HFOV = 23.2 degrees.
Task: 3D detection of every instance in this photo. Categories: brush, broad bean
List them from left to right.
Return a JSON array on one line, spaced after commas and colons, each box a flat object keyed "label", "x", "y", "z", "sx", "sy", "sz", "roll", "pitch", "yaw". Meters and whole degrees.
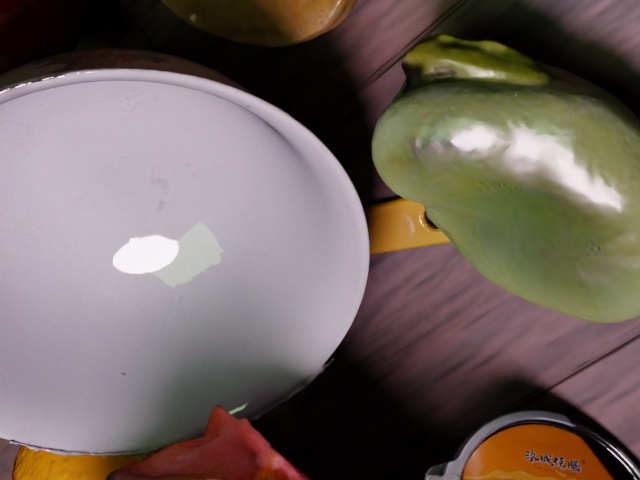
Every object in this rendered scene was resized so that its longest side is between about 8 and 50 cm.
[{"label": "brush", "x": 0.000, "y": 0.000, "z": 1.145, "sx": 0.272, "sy": 0.013, "sz": 0.103, "roll": -12, "pitch": 109, "yaw": 33}, {"label": "broad bean", "x": 0.137, "y": -0.042, "z": 0.999, "sx": 0.228, "sy": 0.100, "sz": 0.169, "roll": 47, "pitch": 137, "yaw": -16}]

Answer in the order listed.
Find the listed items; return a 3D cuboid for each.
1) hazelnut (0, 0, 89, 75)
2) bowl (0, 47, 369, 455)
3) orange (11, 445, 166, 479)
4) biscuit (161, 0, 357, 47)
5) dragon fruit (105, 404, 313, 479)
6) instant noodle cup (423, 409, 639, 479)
[{"label": "hazelnut", "x": -0.269, "y": -0.203, "z": 1.084, "sx": 0.234, "sy": 0.218, "sz": 0.218, "roll": 33, "pitch": 127, "yaw": 3}, {"label": "bowl", "x": -0.145, "y": -0.021, "z": 1.085, "sx": 0.345, "sy": 0.157, "sz": 0.345, "roll": -5, "pitch": 132, "yaw": -5}, {"label": "orange", "x": -0.158, "y": 0.206, "z": 1.255, "sx": 0.193, "sy": 0.161, "sz": 0.193, "roll": 12, "pitch": 117, "yaw": 25}, {"label": "biscuit", "x": -0.040, "y": -0.303, "z": 0.979, "sx": 0.269, "sy": 0.051, "sz": 0.376, "roll": 19, "pitch": 123, "yaw": 23}, {"label": "dragon fruit", "x": -0.035, "y": 0.249, "z": 1.073, "sx": 0.189, "sy": 0.290, "sz": 0.290, "roll": -42, "pitch": 91, "yaw": -4}, {"label": "instant noodle cup", "x": 0.142, "y": 0.223, "z": 1.101, "sx": 0.208, "sy": 0.177, "sz": 0.125, "roll": 29, "pitch": 144, "yaw": -8}]
